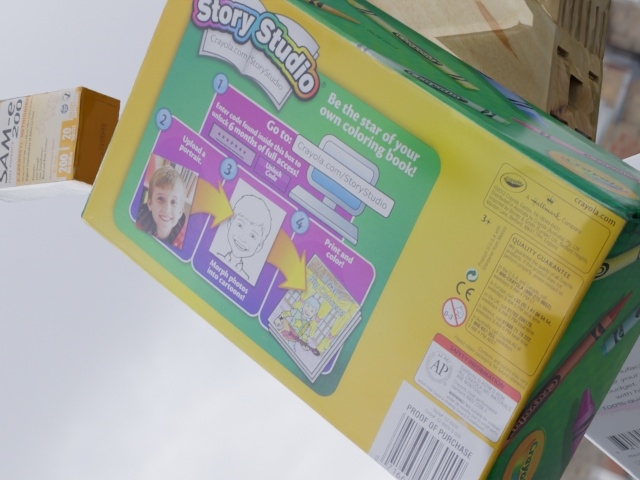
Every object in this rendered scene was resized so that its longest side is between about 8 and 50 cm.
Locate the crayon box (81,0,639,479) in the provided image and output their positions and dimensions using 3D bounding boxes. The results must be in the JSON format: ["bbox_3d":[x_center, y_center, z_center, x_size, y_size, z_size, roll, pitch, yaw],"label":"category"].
[{"bbox_3d":[0.021,-0.013,0.770,0.081,0.278,0.165,-4,-56,-53],"label":"crayon box"}]

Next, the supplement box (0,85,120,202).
[{"bbox_3d":[-0.177,-0.061,1.023,0.036,0.098,0.062,17,-107,-50],"label":"supplement box"}]

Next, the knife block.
[{"bbox_3d":[0.048,-0.142,0.953,0.088,0.242,0.275,17,-101,-60],"label":"knife block"}]

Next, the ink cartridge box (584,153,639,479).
[{"bbox_3d":[0.291,0.065,1.304,0.306,0.226,0.131,41,-142,-43],"label":"ink cartridge box"}]
